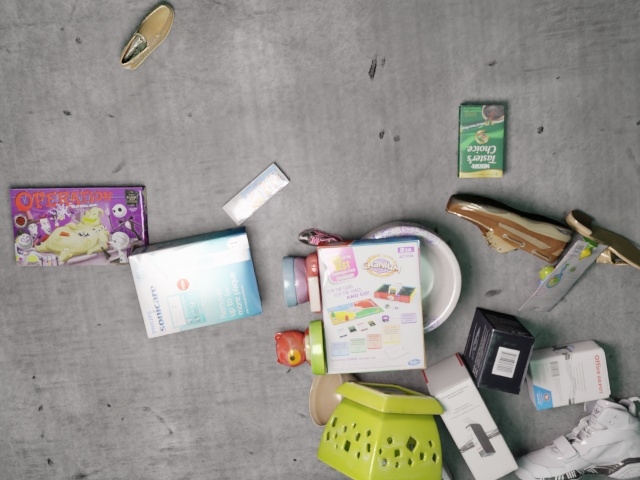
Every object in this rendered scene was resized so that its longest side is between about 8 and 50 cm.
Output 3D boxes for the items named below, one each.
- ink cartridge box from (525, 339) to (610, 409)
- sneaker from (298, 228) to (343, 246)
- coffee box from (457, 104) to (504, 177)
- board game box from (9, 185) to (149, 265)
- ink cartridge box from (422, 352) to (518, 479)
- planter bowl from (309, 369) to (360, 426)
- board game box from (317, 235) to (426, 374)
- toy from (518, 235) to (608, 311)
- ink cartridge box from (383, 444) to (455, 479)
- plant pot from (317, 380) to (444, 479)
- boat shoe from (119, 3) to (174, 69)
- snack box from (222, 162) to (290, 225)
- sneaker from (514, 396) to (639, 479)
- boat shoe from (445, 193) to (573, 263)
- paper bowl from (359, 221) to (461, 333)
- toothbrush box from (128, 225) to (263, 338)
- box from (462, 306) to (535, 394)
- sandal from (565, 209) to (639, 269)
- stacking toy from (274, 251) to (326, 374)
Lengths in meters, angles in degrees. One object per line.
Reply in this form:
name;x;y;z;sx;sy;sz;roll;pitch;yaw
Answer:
ink cartridge box;0.642;0.352;1.802;0.191;0.082;0.139;-11;100;2
sneaker;0.000;0.000;1.776;0.119;0.057;0.047;8;102;2
coffee box;0.403;-0.248;1.728;0.113;0.040;0.184;1;100;2
board game box;-0.626;-0.037;1.797;0.347;0.056;0.208;-1;96;2
ink cartridge box;0.382;0.457;1.770;0.114;0.197;0.273;-27;98;6
planter bowl;0.057;0.414;1.805;0.109;0.162;0.162;16;101;-26
board game box;0.123;0.155;1.646;0.242;0.064;0.316;-3;100;2
toy;0.599;0.081;1.730;0.137;0.056;0.237;7;130;-38
ink cartridge box;0.226;0.606;1.857;0.193;0.088;0.234;-30;96;8
plant pot;0.153;0.458;1.660;0.228;0.227;0.207;11;87;-33
boat shoe;-0.429;-0.502;1.695;0.068;0.072;0.190;35;99;-4
snack box;-0.166;-0.119;1.778;0.178;0.022;0.064;-40;95;8
sneaker;0.683;0.518;1.806;0.366;0.137;0.210;-6;99;-2
boat shoe;0.468;-0.023;1.726;0.324;0.122;0.120;18;106;-2
paper bowl;0.205;0.092;1.739;0.284;0.148;0.284;0;99;1
toothbrush box;-0.312;0.102;1.748;0.296;0.126;0.216;-11;100;-5
box;0.444;0.273;1.732;0.108;0.207;0.153;12;101;-1
sandal;0.718;0.019;1.759;0.240;0.088;0.079;35;130;3
stacking toy;-0.060;0.191;1.702;0.130;0.279;0.309;-5;95;1
